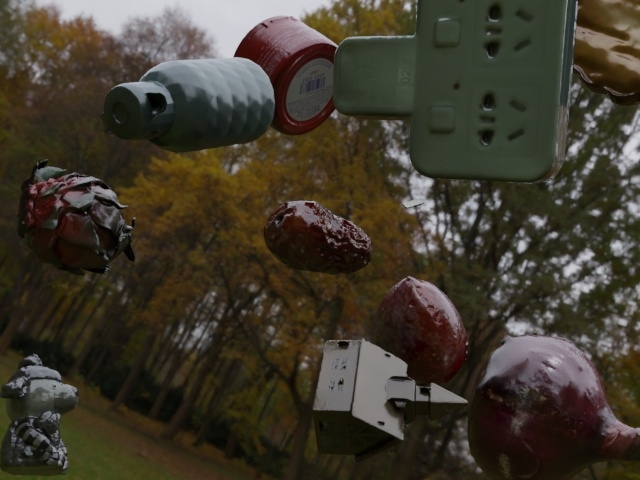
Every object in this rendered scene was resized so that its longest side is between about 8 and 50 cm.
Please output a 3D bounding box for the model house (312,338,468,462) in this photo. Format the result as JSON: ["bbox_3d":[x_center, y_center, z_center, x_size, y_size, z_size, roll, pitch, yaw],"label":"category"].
[{"bbox_3d":[0.126,0.289,1.265,0.248,0.180,0.176,0,-55,11],"label":"model house"}]

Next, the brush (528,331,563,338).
[{"bbox_3d":[0.538,0.257,1.792,0.010,0.082,0.218,20,-11,-5],"label":"brush"}]

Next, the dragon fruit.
[{"bbox_3d":[-0.415,-0.031,1.249,0.189,0.182,0.182,26,-16,17],"label":"dragon fruit"}]

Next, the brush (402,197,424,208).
[{"bbox_3d":[0.201,-0.079,1.616,0.016,0.013,0.084,50,33,16],"label":"brush"}]

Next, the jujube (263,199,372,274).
[{"bbox_3d":[0.000,0.000,0.796,0.129,0.077,0.077,17,-8,-39],"label":"jujube"}]

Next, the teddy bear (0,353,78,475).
[{"bbox_3d":[-0.560,0.345,1.465,0.144,0.250,0.171,-5,-11,0],"label":"teddy bear"}]

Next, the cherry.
[{"bbox_3d":[0.194,0.177,1.463,0.192,0.175,0.249,38,-32,59],"label":"cherry"}]

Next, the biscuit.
[{"bbox_3d":[0.538,-0.353,1.159,0.326,0.325,0.107,17,-6,29],"label":"biscuit"}]

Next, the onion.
[{"bbox_3d":[0.498,0.373,1.544,0.385,0.347,0.348,12,-22,35],"label":"onion"}]

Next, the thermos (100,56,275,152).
[{"bbox_3d":[-0.218,-0.208,1.160,0.182,0.144,0.287,-9,7,36],"label":"thermos"}]

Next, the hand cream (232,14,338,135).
[{"bbox_3d":[-0.063,-0.347,1.568,0.149,0.230,0.230,38,-8,34],"label":"hand cream"}]

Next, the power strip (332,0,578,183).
[{"bbox_3d":[0.160,-0.186,0.879,0.261,0.229,0.141,5,5,26],"label":"power strip"}]
